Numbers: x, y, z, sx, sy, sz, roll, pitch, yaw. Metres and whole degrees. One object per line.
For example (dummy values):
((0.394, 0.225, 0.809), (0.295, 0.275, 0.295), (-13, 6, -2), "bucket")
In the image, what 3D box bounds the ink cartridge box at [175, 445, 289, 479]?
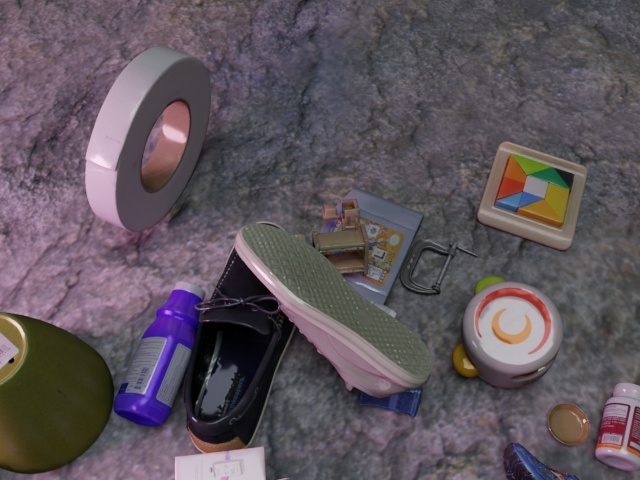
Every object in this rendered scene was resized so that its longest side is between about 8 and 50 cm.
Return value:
((-0.157, 0.424, 1.267), (0.198, 0.115, 0.067), (-4, 61, -6), "ink cartridge box")

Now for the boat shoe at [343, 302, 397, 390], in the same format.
((0.087, 0.210, 1.406), (0.063, 0.066, 0.184), (28, 86, 11), "boat shoe")

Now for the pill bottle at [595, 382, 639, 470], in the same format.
((0.590, 0.359, 1.354), (0.086, 0.086, 0.152), (21, 62, 9), "pill bottle")

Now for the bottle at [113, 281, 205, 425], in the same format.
((-0.306, 0.218, 1.375), (0.092, 0.118, 0.283), (39, 55, -33), "bottle")

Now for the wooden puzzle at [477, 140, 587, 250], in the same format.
((0.500, -0.113, 1.635), (0.220, 0.044, 0.239), (20, 62, 8), "wooden puzzle")

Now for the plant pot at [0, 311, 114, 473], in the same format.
((-0.538, 0.246, 1.247), (0.274, 0.294, 0.275), (1, 61, -2), "plant pot")

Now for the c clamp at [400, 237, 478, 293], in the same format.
((0.255, 0.057, 1.542), (0.137, 0.022, 0.161), (28, 63, 12), "c clamp")

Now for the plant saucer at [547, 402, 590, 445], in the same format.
((0.490, 0.365, 1.386), (0.083, 0.015, 0.083), (1, 61, -2), "plant saucer")

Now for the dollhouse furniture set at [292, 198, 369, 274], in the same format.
((0.000, 0.000, 1.486), (0.181, 0.101, 0.161), (-5, 37, -5), "dollhouse furniture set")

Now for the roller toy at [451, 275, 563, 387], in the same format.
((0.379, 0.194, 1.402), (0.191, 0.146, 0.209), (19, 67, 18), "roller toy")

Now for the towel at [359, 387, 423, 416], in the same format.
((0.137, 0.304, 1.376), (0.119, 0.067, 0.029), (13, 21, 5), "towel")

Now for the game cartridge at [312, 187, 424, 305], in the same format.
((0.086, 0.025, 1.537), (0.198, 0.062, 0.297), (24, 63, 6), "game cartridge")

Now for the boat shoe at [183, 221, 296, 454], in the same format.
((-0.151, 0.167, 1.381), (0.186, 0.156, 0.500), (6, 60, 12), "boat shoe")

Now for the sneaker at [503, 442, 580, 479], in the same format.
((0.434, 0.462, 1.304), (0.221, 0.083, 0.087), (45, 55, 14), "sneaker")

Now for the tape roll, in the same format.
((-0.347, -0.205, 1.452), (0.072, 0.392, 0.392), (22, 62, 9), "tape roll")

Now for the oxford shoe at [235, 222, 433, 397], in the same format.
((0.005, 0.139, 1.318), (0.449, 0.130, 0.169), (40, 37, 5), "oxford shoe")
